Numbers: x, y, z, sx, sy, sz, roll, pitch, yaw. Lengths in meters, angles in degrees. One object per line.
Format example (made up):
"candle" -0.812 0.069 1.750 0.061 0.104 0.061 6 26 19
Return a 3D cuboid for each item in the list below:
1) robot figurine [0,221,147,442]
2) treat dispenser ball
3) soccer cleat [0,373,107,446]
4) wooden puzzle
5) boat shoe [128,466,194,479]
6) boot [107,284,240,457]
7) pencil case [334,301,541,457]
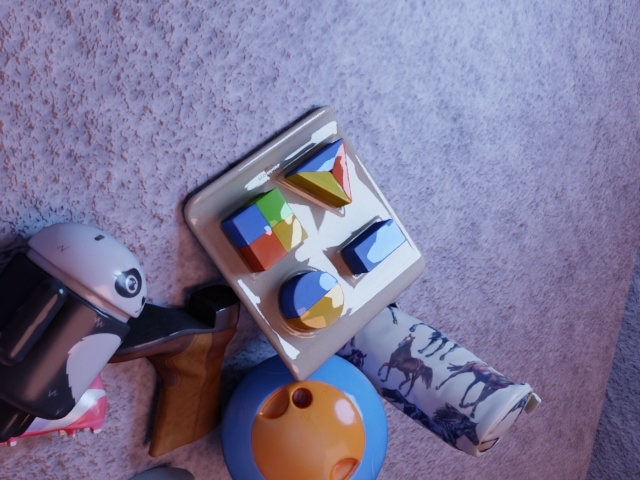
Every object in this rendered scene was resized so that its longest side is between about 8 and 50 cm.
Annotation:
"robot figurine" -0.338 0.111 0.996 0.173 0.209 0.278 42 79 -38
"treat dispenser ball" -0.027 0.332 1.381 0.288 0.288 0.288 -26 129 -37
"soccer cleat" -0.406 0.228 1.083 0.248 0.083 0.095 3 79 -44
"wooden puzzle" 0.000 0.000 1.278 0.322 0.080 0.348 -39 106 -27
"boat shoe" -0.308 0.442 1.308 0.219 0.078 0.070 -16 122 -33
"boot" -0.252 0.221 1.256 0.264 0.096 0.280 -22 134 -48
"pencil case" 0.185 0.227 1.461 0.183 0.410 0.160 -36 145 -35
